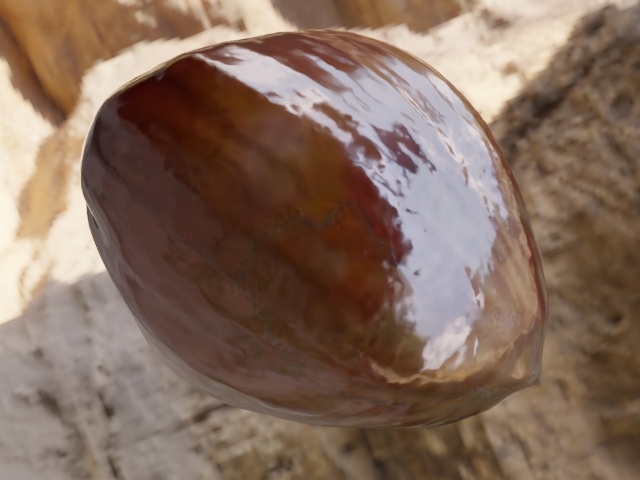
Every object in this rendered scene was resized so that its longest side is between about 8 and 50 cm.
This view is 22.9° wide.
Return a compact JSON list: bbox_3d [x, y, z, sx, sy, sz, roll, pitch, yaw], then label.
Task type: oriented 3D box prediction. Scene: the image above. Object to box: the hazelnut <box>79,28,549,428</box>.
[{"bbox_3d":[-0.002,0.003,0.686,0.212,0.181,0.181,-14,84,-66],"label":"hazelnut"}]
